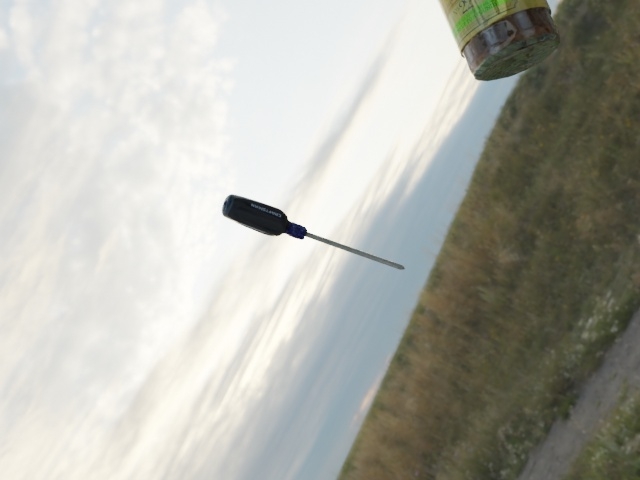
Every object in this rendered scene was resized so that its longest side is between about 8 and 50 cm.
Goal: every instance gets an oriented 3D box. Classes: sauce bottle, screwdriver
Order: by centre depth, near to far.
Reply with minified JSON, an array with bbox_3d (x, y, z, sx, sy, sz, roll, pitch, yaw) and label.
[{"bbox_3d":[0.000,0.000,0.606,0.024,0.169,0.025,-62,23,17],"label":"screwdriver"},{"bbox_3d":[0.159,-0.355,0.876,0.111,0.345,0.111,-21,-11,-4],"label":"sauce bottle"}]
